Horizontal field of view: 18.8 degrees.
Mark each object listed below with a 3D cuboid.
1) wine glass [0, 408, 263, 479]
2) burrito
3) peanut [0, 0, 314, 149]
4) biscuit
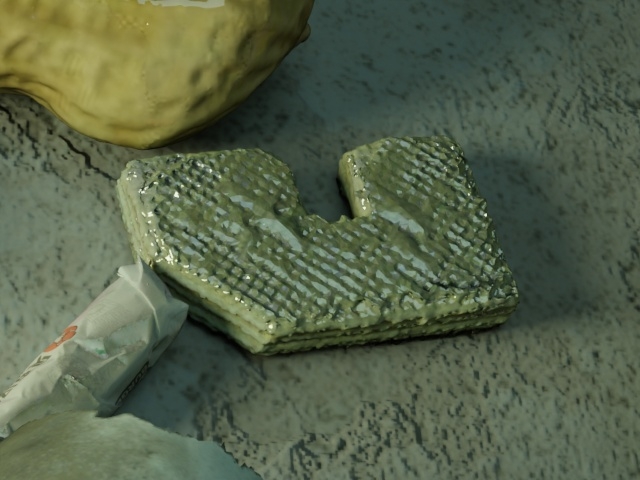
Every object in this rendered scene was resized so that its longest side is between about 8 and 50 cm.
[{"bbox_3d":[-0.131,0.258,0.940,0.238,0.238,0.323,23,52,-2],"label":"wine glass"},{"bbox_3d":[-0.150,0.091,1.150,0.064,0.064,0.203,34,51,7],"label":"burrito"},{"bbox_3d":[-0.145,-0.140,1.259,0.291,0.143,0.159,2,65,-11],"label":"peanut"},{"bbox_3d":[0.000,0.000,1.266,0.250,0.046,0.147,-5,59,-21],"label":"biscuit"}]
